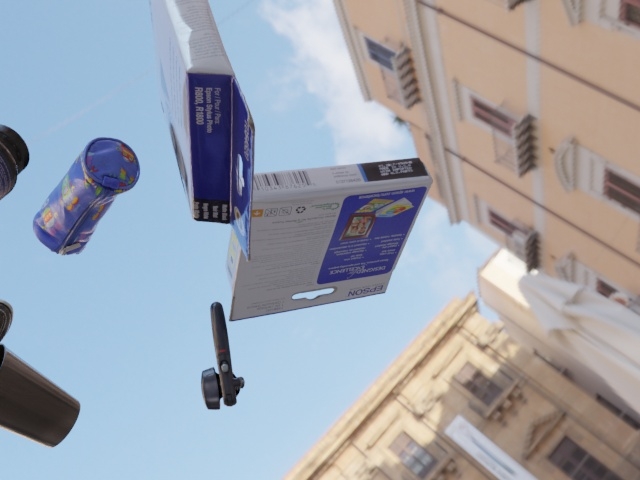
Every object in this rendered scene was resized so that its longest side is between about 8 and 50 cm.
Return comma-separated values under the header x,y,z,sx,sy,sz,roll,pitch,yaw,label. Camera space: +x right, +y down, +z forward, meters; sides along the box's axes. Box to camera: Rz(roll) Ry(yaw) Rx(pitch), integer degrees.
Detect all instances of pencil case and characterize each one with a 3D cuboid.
x,y,z,sx,sy,sz,roll,pitch,yaw,label
-0.478,-0.079,1.645,0.119,0.133,0.306,12,-36,-35,pencil case

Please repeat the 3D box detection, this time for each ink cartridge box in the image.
x,y,z,sx,sy,sz,roll,pitch,yaw,label
-0.115,-0.121,0.765,0.045,0.224,0.223,-14,-30,-15,ink cartridge box
0.000,0.000,1.341,0.303,0.072,0.307,-8,-34,-21,ink cartridge box

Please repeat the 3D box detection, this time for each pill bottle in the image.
x,y,z,sx,sy,sz,roll,pitch,yaw,label
-0.569,-0.100,1.309,0.219,0.122,0.123,-62,-14,-53,pill bottle

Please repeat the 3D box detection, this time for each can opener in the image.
x,y,z,sx,sy,sz,roll,pitch,yaw,label
-0.171,0.198,1.410,0.073,0.186,0.059,-2,-12,-16,can opener

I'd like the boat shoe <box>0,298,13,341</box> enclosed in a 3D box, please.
x,y,z,sx,sy,sz,roll,pitch,yaw,label
-0.734,0.218,1.747,0.081,0.069,0.228,34,-65,-19,boat shoe

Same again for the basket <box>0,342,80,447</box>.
x,y,z,sx,sy,sz,roll,pitch,yaw,label
-0.685,0.371,1.884,0.154,0.204,0.227,-44,-60,9,basket
